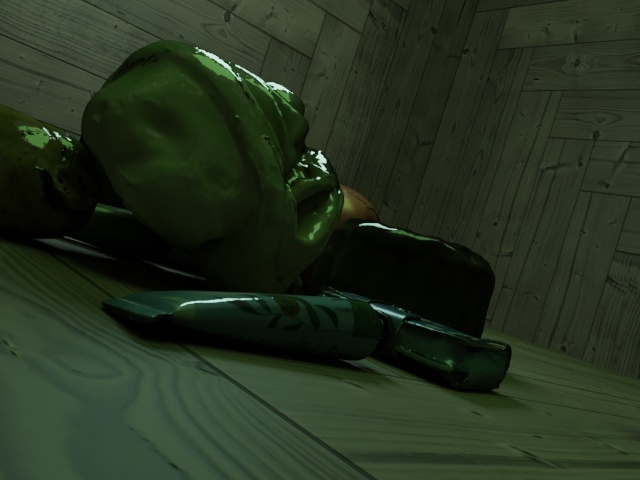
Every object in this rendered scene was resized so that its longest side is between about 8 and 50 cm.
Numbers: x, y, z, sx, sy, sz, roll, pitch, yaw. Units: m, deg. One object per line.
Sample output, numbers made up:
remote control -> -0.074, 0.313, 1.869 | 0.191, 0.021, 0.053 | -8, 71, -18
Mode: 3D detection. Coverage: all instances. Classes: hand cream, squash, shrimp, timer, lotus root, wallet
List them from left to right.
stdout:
lotus root -> -0.386, -0.090, 0.747 | 0.284, 0.146, 0.160 | 14, -23, 22
squash -> -0.302, -0.017, 0.892 | 0.201, 0.066, 0.066 | 13, -1, -8
hand cream -> -0.039, 0.068, 0.512 | 0.256, 0.055, 0.088 | 10, -1, -39
shrimp -> -0.066, 0.057, 1.080 | 0.034, 0.091, 0.161 | -20, 5, -22
timer -> 0.000, 0.000, 1.239 | 0.214, 0.230, 0.229 | 2, -9, 27
wallet -> 0.099, 0.107, 0.716 | 0.202, 0.059, 0.141 | 17, 1, 38

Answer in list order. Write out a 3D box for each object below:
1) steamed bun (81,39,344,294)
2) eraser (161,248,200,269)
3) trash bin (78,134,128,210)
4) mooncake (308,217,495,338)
steamed bun -> -0.111, -0.093, 0.800 | 0.352, 0.247, 0.339 | 52, -4, -20
eraser -> -0.204, 0.008, 1.055 | 0.227, 0.081, 0.174 | 17, -5, -19
trash bin -> -0.378, -0.121, 1.189 | 0.115, 0.226, 0.165 | 18, -1, 45
mooncake -> 0.129, 0.071, 1.020 | 0.290, 0.161, 0.290 | 18, -3, 1
